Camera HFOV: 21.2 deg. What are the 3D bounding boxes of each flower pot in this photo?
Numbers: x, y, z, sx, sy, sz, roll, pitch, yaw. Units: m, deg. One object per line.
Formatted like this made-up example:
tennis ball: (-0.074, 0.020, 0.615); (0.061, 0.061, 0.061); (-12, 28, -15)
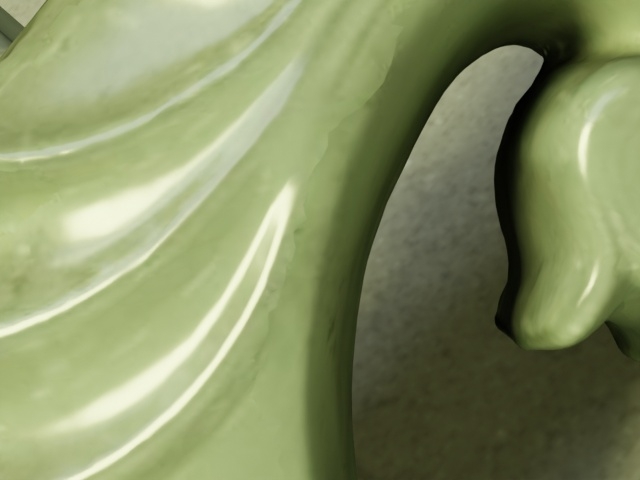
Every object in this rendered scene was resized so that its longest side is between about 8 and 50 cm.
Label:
flower pot: (0.000, 0.000, 0.507); (0.367, 0.254, 0.164); (-45, 1, 1)

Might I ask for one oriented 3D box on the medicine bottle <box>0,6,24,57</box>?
medicine bottle: (-0.214, 0.043, 0.680); (0.316, 0.202, 0.202); (-47, 41, 2)
